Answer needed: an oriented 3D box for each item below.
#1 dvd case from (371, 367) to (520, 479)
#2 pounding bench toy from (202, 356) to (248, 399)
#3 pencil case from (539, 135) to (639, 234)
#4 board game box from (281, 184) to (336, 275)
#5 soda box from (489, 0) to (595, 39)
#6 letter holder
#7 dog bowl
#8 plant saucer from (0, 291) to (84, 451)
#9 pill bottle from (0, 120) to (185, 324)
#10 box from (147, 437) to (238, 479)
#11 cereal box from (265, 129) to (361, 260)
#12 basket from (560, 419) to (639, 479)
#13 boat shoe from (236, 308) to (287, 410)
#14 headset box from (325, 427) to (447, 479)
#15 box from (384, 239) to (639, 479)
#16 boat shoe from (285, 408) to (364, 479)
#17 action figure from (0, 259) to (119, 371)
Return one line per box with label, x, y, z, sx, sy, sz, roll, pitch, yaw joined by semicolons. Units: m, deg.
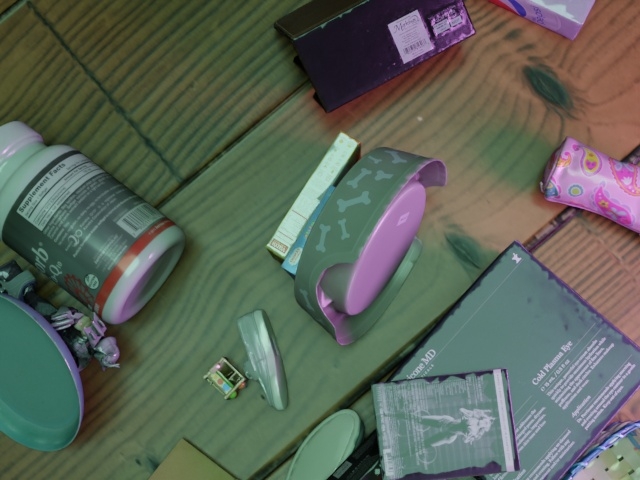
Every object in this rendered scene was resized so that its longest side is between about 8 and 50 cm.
dvd case;0.200;0.298;1.729;0.221;0.018;0.164;-7;82;-1
pounding bench toy;-0.166;0.245;1.901;0.065;0.083;0.052;43;86;7
pencil case;0.531;-0.079;1.898;0.284;0.124;0.124;24;84;4
board game box;0.000;0.000;1.861;0.039;0.211;0.160;30;85;8
soda box;0.360;-0.478;1.969;0.286;0.091;0.098;26;83;5
letter holder;0.089;-0.388;1.954;0.302;0.214;0.152;-29;114;-2
dog bowl;0.081;0.000;1.804;0.102;0.349;0.348;29;85;18
plant saucer;-0.519;0.217;1.853;0.317;0.317;0.044;44;42;7
pill bottle;-0.435;-0.037;1.885;0.363;0.210;0.210;37;85;7
box;-0.240;0.470;1.874;0.164;0.021;0.201;36;66;6
cereal box;-0.009;-0.066;1.891;0.047;0.173;0.240;32;86;5
basket;0.508;0.413;1.746;0.255;0.289;0.201;-37;90;-2
boat shoe;-0.107;0.216;1.914;0.063;0.066;0.184;-18;83;11
headset box;0.138;0.487;1.797;0.218;0.110;0.293;-43;102;-13
box;0.327;0.231;1.835;0.312;0.179;0.343;43;86;6
boat shoe;0.000;0.449;1.879;0.099;0.116;0.319;36;75;-37
action figure;-0.463;0.153;1.892;0.285;0.185;0.099;27;51;19
